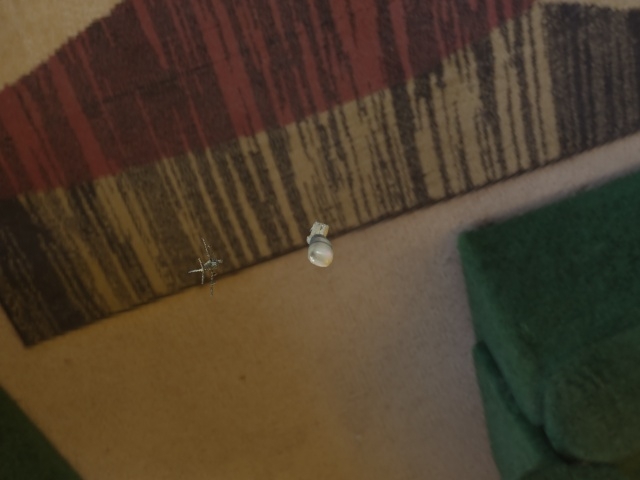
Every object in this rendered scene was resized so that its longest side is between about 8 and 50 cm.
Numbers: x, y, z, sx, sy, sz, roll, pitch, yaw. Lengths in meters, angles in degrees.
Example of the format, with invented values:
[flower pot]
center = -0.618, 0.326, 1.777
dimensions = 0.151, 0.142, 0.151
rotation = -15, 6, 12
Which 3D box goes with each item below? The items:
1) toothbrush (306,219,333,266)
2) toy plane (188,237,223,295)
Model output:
[toothbrush]
center = 0.000, 0.000, 0.888
dimensions = 0.019, 0.276, 0.025
rotation = 20, 92, -2
[toy plane]
center = -0.146, 0.033, 1.391
dimensions = 0.024, 0.084, 0.078
rotation = -5, 98, 17
